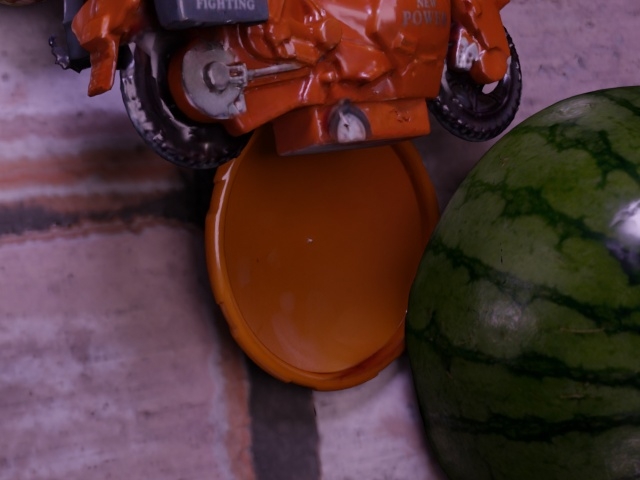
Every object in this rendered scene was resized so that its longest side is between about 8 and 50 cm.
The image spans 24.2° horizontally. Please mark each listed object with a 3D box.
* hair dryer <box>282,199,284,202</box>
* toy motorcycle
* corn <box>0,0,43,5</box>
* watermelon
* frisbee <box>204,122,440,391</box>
[{"bbox_3d":[-0.045,-0.052,0.953,0.026,0.047,0.083,-41,112,-28],"label":"hair dryer"},{"bbox_3d":[-0.003,-0.160,0.891,0.325,0.147,0.221,-8,88,-39],"label":"toy motorcycle"},{"bbox_3d":[-0.105,-0.219,0.933,0.253,0.086,0.086,-28,92,-30],"label":"corn"},{"bbox_3d":[0.217,0.067,0.918,0.330,0.189,0.331,0,86,-4],"label":"watermelon"},{"bbox_3d":[0.000,0.000,0.955,0.192,0.035,0.192,2,87,-39],"label":"frisbee"}]
